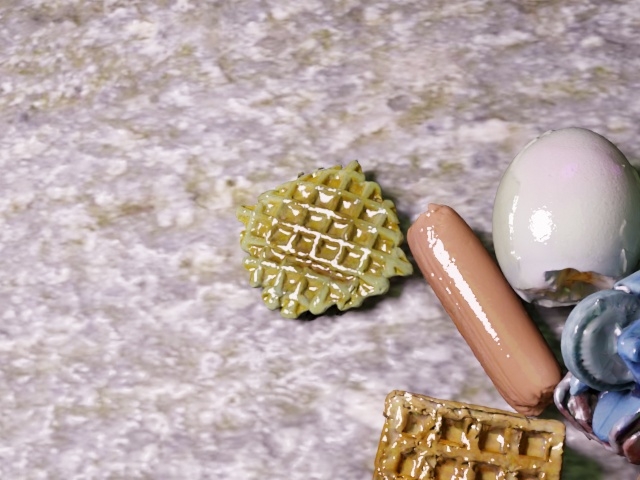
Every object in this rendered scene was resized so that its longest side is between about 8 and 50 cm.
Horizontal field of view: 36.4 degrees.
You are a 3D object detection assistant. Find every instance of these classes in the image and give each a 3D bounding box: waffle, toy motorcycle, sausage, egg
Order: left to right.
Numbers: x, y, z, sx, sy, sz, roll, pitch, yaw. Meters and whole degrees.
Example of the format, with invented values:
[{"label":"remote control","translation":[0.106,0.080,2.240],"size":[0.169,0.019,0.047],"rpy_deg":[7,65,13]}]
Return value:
[{"label":"waffle","translation":[0.000,0.000,1.262],"size":[0.214,0.054,0.208],"rpy_deg":[-25,70,5]},{"label":"waffle","translation":[0.152,0.336,1.083],"size":[0.213,0.091,0.308],"rpy_deg":[8,70,12]},{"label":"sausage","translation":[0.197,0.079,1.182],"size":[0.086,0.086,0.289],"rpy_deg":[-28,66,-3]},{"label":"egg","translation":[0.295,-0.037,1.162],"size":[0.183,0.183,0.217],"rpy_deg":[-4,66,7]},{"label":"toy motorcycle","translation":[0.412,0.116,1.085],"size":[0.319,0.241,0.182],"rpy_deg":[-27,41,-10]}]

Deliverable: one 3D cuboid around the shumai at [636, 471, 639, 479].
[{"label":"shumai","translation":[0.446,0.365,0.920],"size":[0.217,0.283,0.346],"rpy_deg":[-32,38,1]}]
